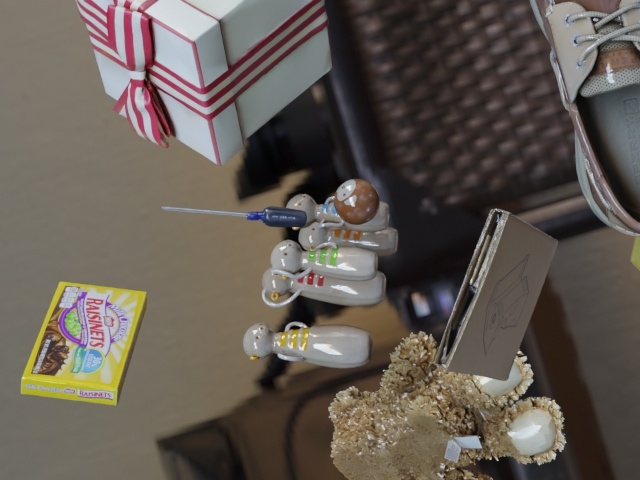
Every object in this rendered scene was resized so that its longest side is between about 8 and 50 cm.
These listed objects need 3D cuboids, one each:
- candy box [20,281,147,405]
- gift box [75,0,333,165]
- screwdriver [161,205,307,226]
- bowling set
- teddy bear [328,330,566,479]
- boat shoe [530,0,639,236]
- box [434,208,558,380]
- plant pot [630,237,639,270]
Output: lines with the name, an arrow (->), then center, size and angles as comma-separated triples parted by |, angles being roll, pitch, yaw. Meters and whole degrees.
candy box -> -0.259, 0.111, 1.879 | 0.206, 0.105, 0.027 | -83, 2, -61
gift box -> -0.169, -0.273, 2.179 | 0.276, 0.258, 0.255 | 29, 149, 33
screwdriver -> -0.098, -0.028, 1.944 | 0.024, 0.170, 0.025 | -111, 24, -59
bowling set -> 0.000, 0.000, 2.032 | 0.287, 0.154, 0.199 | -72, -17, -55
teddy bear -> 0.162, 0.226, 2.143 | 0.245, 0.338, 0.113 | 40, -135, -2
boat shoe -> 0.247, -0.155, 1.396 | 0.116, 0.123, 0.324 | -75, -33, -77
box -> 0.181, 0.060, 1.719 | 0.201, 0.021, 0.164 | 20, -90, -67
plant pot -> 0.339, -0.007, 1.548 | 0.081, 0.082, 0.083 | -129, 31, -54
